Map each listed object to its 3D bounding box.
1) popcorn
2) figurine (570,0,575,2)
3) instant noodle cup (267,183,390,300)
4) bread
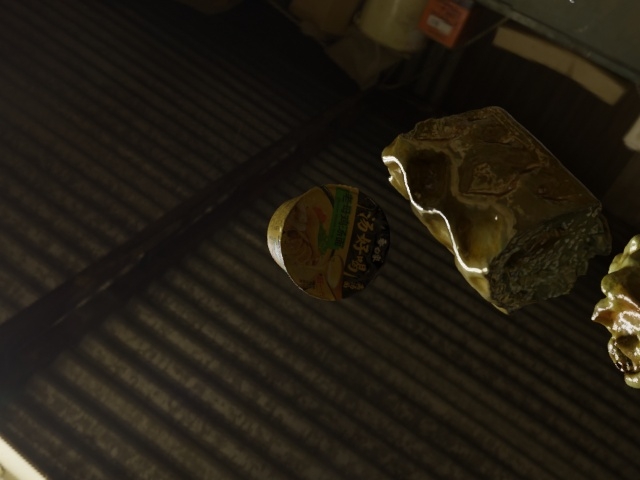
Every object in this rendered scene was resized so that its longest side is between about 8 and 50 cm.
[{"bbox_3d":[0.536,0.110,1.042,0.252,0.215,0.286,5,-146,-11],"label":"popcorn"},{"bbox_3d":[0.506,-0.515,1.380,0.086,0.094,0.082,-7,-150,-12],"label":"figurine"},{"bbox_3d":[0.000,0.000,0.941,0.152,0.151,0.122,6,179,-22],"label":"instant noodle cup"},{"bbox_3d":[0.237,-0.045,0.955,0.239,0.196,0.252,-12,-134,-16],"label":"bread"}]
